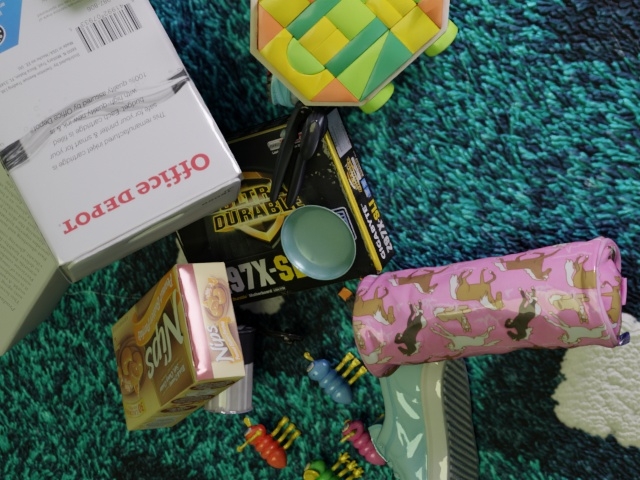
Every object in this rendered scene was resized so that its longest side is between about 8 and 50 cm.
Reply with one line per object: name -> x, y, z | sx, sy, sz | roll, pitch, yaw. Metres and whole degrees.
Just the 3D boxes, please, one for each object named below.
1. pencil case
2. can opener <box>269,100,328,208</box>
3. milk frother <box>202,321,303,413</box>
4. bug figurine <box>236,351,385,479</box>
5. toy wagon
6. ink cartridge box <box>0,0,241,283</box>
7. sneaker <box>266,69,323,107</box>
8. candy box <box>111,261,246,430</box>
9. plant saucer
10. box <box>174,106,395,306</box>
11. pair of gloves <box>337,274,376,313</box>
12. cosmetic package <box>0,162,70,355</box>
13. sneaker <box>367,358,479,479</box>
pencil case -> 0.233, 0.097, 1.849 | 0.386, 0.160, 0.167 | -10, 122, 22
can opener -> -0.038, -0.122, 1.871 | 0.059, 0.073, 0.186 | 27, 131, 3
milk frother -> -0.109, 0.202, 2.094 | 0.143, 0.129, 0.135 | 7, 100, 30
bug figurine -> -0.001, 0.315, 2.136 | 0.216, 0.072, 0.279 | 42, 123, 2
toy wagon -> 0.063, -0.337, 1.740 | 0.344, 0.068, 0.267 | -41, 113, 17
ink cartridge box -> -0.326, -0.178, 1.873 | 0.285, 0.166, 0.395 | -27, 82, -9
sneaker -> 0.001, -0.310, 1.847 | 0.125, 0.104, 0.262 | 9, 118, -4
candy box -> -0.229, 0.172, 2.060 | 0.316, 0.087, 0.183 | -38, 60, 55
plant saucer -> 0.000, 0.000, 1.929 | 0.119, 0.021, 0.119 | 10, 118, 20
box -> -0.076, -0.046, 2.002 | 0.322, 0.079, 0.257 | -13, 108, 30
pair of gloves -> 0.071, 0.086, 2.032 | 0.074, 0.010, 0.083 | 42, 124, 2
cosmetic package -> -0.475, -0.052, 2.136 | 0.230, 0.161, 0.453 | 41, 123, 2
sneaker -> 0.154, 0.327, 2.046 | 0.150, 0.135, 0.366 | 6, 107, 31
